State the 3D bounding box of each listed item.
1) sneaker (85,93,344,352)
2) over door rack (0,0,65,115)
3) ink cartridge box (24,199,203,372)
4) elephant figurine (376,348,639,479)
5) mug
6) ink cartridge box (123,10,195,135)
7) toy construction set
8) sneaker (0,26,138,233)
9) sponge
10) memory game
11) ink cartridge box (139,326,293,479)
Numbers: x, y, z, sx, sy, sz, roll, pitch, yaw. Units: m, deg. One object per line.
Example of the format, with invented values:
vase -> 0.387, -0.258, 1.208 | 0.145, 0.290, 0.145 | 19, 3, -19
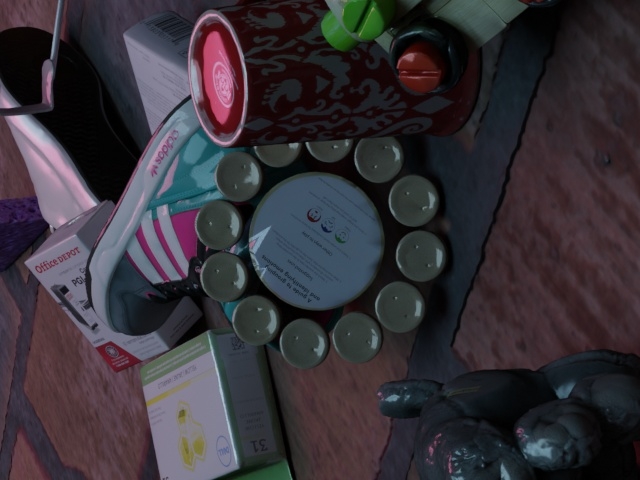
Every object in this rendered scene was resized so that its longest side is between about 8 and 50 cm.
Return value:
sneaker -> -0.071, 0.027, 1.510 | 0.178, 0.124, 0.295 | 50, 143, 16
over door rack -> -0.248, -0.283, 1.767 | 0.239, 0.108, 0.324 | 30, 103, 56
ink cartridge box -> -0.187, 0.042, 1.751 | 0.135, 0.056, 0.099 | 51, 141, -11
elephant figurine -> 0.150, 0.199, 1.164 | 0.186, 0.169, 0.239 | -93, -15, -74
mug -> -0.003, -0.121, 1.318 | 0.150, 0.169, 0.113 | 33, 127, 54
ink cartridge box -> -0.081, -0.059, 1.634 | 0.189, 0.066, 0.232 | 36, 149, 53
toy construction set -> 0.056, -0.217, 1.156 | 0.215, 0.151, 0.328 | 44, 148, -9
sneaker -> -0.253, -0.080, 1.866 | 0.290, 0.106, 0.123 | 58, 142, 34
sponge -> -0.370, -0.001, 2.098 | 0.210, 0.117, 0.031 | -37, 63, 59
memory game -> 0.000, 0.000, 1.382 | 0.012, 0.186, 0.186 | -18, -80, -77
ink cartridge box -> -0.082, 0.204, 1.688 | 0.171, 0.056, 0.235 | -30, 70, 60
